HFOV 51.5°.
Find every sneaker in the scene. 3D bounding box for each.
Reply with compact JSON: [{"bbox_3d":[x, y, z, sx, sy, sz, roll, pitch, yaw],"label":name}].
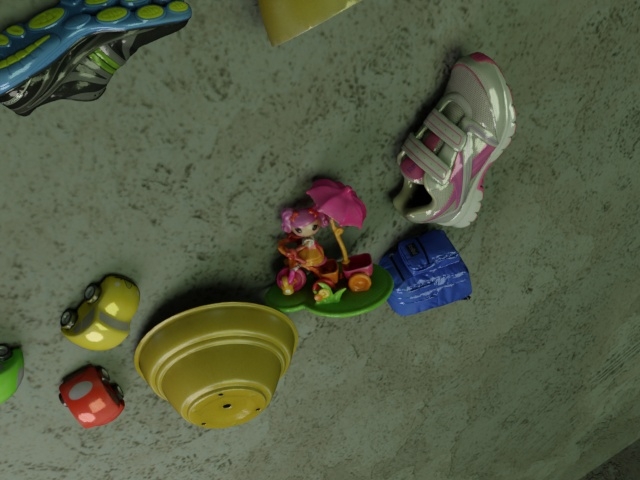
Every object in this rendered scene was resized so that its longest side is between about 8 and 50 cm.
[{"bbox_3d":[-0.203,-0.171,0.585,0.188,0.067,0.078,-31,158,-12],"label":"sneaker"},{"bbox_3d":[0.162,-0.113,0.845,0.111,0.103,0.252,-14,131,-28],"label":"sneaker"}]

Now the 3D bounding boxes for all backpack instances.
[{"bbox_3d":[0.144,0.044,0.972,0.120,0.098,0.101,-21,126,-1],"label":"backpack"}]

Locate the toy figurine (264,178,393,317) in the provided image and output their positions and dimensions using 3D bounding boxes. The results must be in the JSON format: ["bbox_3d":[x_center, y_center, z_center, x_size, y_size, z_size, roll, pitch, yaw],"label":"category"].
[{"bbox_3d":[0.000,0.000,0.846,0.173,0.130,0.159,-8,119,2],"label":"toy figurine"}]

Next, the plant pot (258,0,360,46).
[{"bbox_3d":[-0.009,-0.253,0.608,0.134,0.134,0.095,-32,108,-8],"label":"plant pot"}]

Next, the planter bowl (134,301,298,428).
[{"bbox_3d":[-0.125,0.179,0.856,0.217,0.090,0.217,-10,139,-9],"label":"planter bowl"}]

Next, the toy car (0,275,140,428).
[{"bbox_3d":[-0.324,0.155,0.767,0.225,0.053,0.239,-4,127,-32],"label":"toy car"}]
